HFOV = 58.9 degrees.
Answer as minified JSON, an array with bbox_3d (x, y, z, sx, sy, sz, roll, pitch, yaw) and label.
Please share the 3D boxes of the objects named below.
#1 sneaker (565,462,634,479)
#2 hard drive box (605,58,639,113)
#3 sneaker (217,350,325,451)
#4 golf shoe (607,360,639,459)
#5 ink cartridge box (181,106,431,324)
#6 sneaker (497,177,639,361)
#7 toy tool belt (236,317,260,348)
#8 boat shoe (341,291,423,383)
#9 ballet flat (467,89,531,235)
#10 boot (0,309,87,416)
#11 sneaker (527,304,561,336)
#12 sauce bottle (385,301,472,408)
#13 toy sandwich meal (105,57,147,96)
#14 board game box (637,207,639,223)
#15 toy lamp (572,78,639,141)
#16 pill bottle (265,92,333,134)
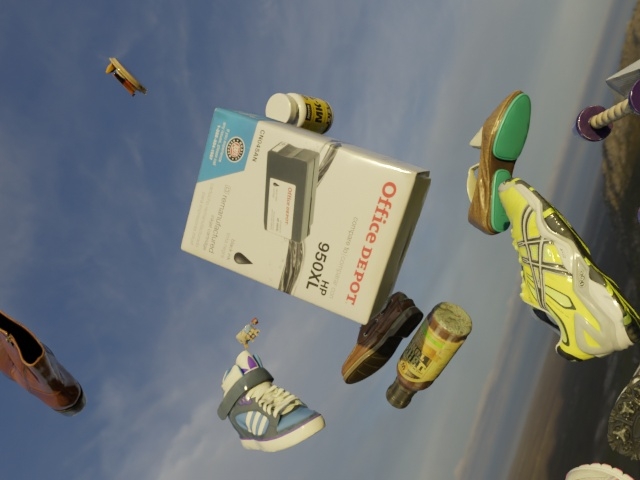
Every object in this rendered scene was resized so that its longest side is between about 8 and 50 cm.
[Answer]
[{"bbox_3d":[0.601,0.533,1.114,0.111,0.252,0.103,-42,-58,-30],"label":"sneaker"},{"bbox_3d":[0.709,-0.345,1.085,0.232,0.089,0.181,-31,6,4],"label":"hard drive box"},{"bbox_3d":[-0.141,0.385,1.407,0.130,0.322,0.237,-17,-97,-42],"label":"sneaker"},{"bbox_3d":[0.434,0.186,0.719,0.198,0.077,0.094,-61,-28,4],"label":"golf shoe"},{"bbox_3d":[-0.028,-0.055,1.066,0.166,0.394,0.286,-21,-51,-69],"label":"ink cartridge box"},{"bbox_3d":[0.420,0.043,1.053,0.147,0.385,0.145,-40,-37,26],"label":"sneaker"},{"bbox_3d":[-0.201,0.269,1.637,0.083,0.051,0.052,-44,4,-9],"label":"toy tool belt"},{"bbox_3d":[0.163,0.281,1.634,0.307,0.104,0.110,-47,-38,10],"label":"boat shoe"},{"bbox_3d":[0.413,-0.186,1.363,0.116,0.124,0.343,2,-83,-33],"label":"ballet flat"},{"bbox_3d":[-0.574,0.205,1.056,0.096,0.264,0.281,-41,-24,-26],"label":"boot"},{"bbox_3d":[0.592,0.183,1.283,0.079,0.216,0.121,-69,12,-21],"label":"sneaker"},{"bbox_3d":[0.265,0.309,1.453,0.111,0.111,0.345,-42,-21,-52],"label":"sauce bottle"},{"bbox_3d":[-0.314,-0.258,0.911,0.029,0.085,0.085,-43,-23,3],"label":"toy sandwich meal"},{"bbox_3d":[0.401,0.017,0.574,0.033,0.168,0.133,-56,-15,-7],"label":"board game box"},{"bbox_3d":[0.575,-0.247,1.114,0.275,0.080,0.080,-88,15,-90],"label":"toy lamp"},{"bbox_3d":[-0.064,-0.389,1.745,0.208,0.119,0.119,-7,-67,-53],"label":"pill bottle"}]
